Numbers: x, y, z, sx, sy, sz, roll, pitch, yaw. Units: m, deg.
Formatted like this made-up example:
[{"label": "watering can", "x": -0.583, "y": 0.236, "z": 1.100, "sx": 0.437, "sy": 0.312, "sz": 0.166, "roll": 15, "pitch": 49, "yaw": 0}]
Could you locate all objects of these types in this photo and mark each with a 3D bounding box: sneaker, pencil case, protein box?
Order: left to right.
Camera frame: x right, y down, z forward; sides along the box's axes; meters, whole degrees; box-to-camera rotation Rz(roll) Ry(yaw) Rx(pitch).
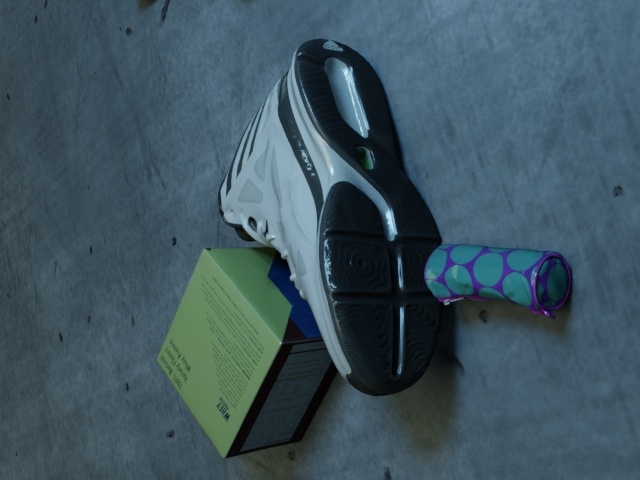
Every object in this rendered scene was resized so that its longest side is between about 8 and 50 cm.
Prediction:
[{"label": "protein box", "x": -0.093, "y": 0.147, "z": 1.203, "sx": 0.200, "sy": 0.136, "sz": 0.201, "roll": 46, "pitch": 122, "yaw": 36}, {"label": "sneaker", "x": 0.001, "y": 0.000, "z": 1.113, "sx": 0.257, "sy": 0.169, "sz": 0.448, "roll": -40, "pitch": 54, "yaw": 50}, {"label": "pencil case", "x": 0.188, "y": 0.041, "z": 0.949, "sx": 0.151, "sy": 0.064, "sz": 0.070, "roll": 2, "pitch": 76, "yaw": 48}]
